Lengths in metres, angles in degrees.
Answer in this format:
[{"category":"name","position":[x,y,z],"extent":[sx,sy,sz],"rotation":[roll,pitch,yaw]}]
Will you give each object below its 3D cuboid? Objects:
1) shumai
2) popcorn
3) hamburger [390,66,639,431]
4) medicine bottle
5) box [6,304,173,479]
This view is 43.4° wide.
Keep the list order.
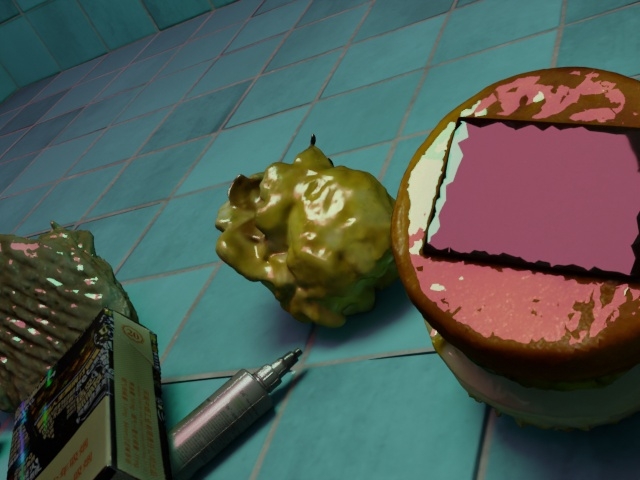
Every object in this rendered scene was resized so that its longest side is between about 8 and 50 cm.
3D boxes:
[{"category":"shumai","position":[-0.387,0.110,1.218],"extent":[0.314,0.267,0.262],"rotation":[10,8,12]},{"category":"popcorn","position":[-0.004,0.001,0.995],"extent":[0.253,0.190,0.191],"rotation":[34,76,16]},{"category":"hamburger","position":[0.201,0.016,0.692],"extent":[0.291,0.225,0.291],"rotation":[-8,64,17]},{"category":"medicine bottle","position":[-0.097,0.188,0.912],"extent":[0.199,0.057,0.057],"rotation":[-40,30,-15]},{"category":"box","position":[-0.266,0.234,0.903],"extent":[0.198,0.084,0.310],"rotation":[-48,27,10]}]
